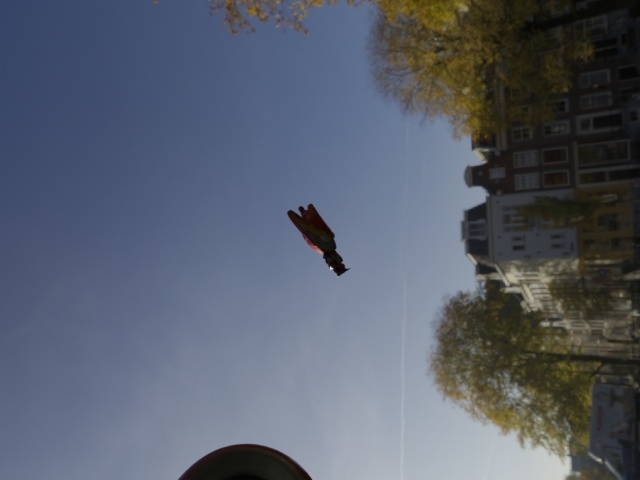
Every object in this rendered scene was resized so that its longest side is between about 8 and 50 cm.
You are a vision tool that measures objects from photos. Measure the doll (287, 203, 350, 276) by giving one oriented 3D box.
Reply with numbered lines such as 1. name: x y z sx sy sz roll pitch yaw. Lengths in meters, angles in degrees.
1. doll: 0.000 0.000 1.083 0.169 0.057 0.109 61 -153 1

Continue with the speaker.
1. speaker: -0.133 0.496 0.872 0.294 0.294 0.295 10 -101 -61
